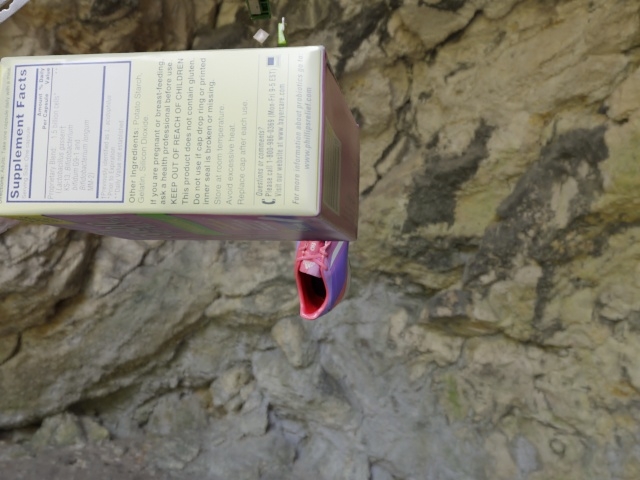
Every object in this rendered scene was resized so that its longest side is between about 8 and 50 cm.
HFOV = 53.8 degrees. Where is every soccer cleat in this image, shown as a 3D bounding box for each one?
[{"bbox_3d":[0.000,0.000,1.181,0.108,0.318,0.116,11,29,23],"label":"soccer cleat"}]

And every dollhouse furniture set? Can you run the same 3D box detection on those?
[{"bbox_3d":[-0.089,-0.306,0.978,0.076,0.152,0.058,-3,-12,2],"label":"dollhouse furniture set"}]

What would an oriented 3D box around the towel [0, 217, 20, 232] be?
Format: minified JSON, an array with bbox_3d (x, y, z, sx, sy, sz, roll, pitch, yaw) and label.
[{"bbox_3d":[-0.661,-0.115,1.069,0.053,0.332,0.317,22,-45,33],"label":"towel"}]

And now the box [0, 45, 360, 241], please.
[{"bbox_3d":[-0.098,-0.064,0.532,0.242,0.117,0.213,1,-4,9],"label":"box"}]

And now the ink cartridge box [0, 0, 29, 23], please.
[{"bbox_3d":[-0.629,-0.489,1.157,0.198,0.115,0.067,50,-5,-12],"label":"ink cartridge box"}]
